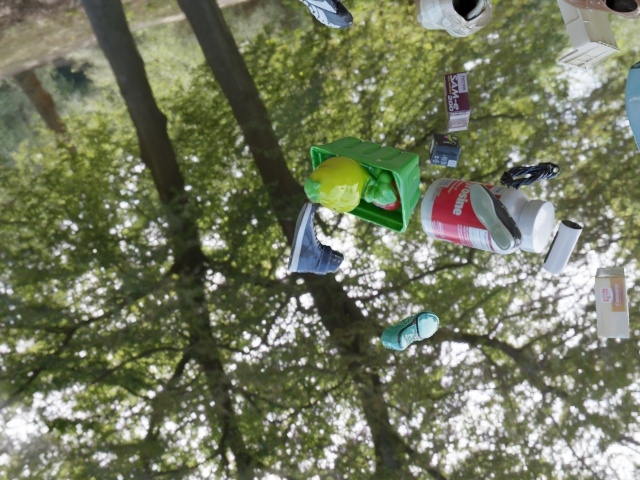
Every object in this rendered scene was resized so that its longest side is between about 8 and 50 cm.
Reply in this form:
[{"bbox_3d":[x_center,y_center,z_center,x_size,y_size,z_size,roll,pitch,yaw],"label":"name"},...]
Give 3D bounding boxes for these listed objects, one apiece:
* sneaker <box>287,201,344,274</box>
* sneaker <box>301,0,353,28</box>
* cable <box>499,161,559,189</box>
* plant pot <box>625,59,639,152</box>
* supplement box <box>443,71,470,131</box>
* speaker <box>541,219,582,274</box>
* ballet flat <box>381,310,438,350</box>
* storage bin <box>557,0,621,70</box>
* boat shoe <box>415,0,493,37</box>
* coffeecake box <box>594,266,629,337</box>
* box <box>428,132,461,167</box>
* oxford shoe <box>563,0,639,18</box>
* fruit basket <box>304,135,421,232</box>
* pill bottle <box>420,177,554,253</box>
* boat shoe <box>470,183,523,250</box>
[{"bbox_3d":[0.000,0.000,1.796,0.163,0.226,0.086,10,-158,-7],"label":"sneaker"},{"bbox_3d":[0.005,-0.670,1.614,0.106,0.234,0.078,-19,-136,58],"label":"sneaker"},{"bbox_3d":[0.627,-0.194,1.814,0.151,0.047,0.184,-29,-162,-19],"label":"cable"},{"bbox_3d":[0.883,-0.351,1.403,0.247,0.252,0.248,-38,-164,2],"label":"plant pot"},{"bbox_3d":[0.450,-0.453,1.957,0.073,0.130,0.239,-6,174,10],"label":"supplement box"},{"bbox_3d":[0.619,0.017,1.515,0.055,0.136,0.055,10,-151,-5],"label":"speaker"},{"bbox_3d":[0.252,0.253,1.705,0.087,0.083,0.247,1,-172,37],"label":"ballet flat"},{"bbox_3d":[0.753,-0.660,1.751,0.123,0.262,0.260,-20,174,42],"label":"storage bin"},{"bbox_3d":[0.335,-0.533,1.361,0.098,0.109,0.302,4,-165,41],"label":"boat shoe"},{"bbox_3d":[0.704,0.145,1.429,0.068,0.142,0.185,-4,-176,27],"label":"coffeecake box"},{"bbox_3d":[0.294,-0.216,1.408,0.062,0.052,0.083,9,-149,0],"label":"box"},{"bbox_3d":[0.672,-0.591,1.424,0.212,0.076,0.076,27,-151,27],"label":"oxford shoe"},{"bbox_3d":[0.102,-0.169,1.901,0.392,0.283,0.392,-7,-141,6],"label":"fruit basket"},{"bbox_3d":[0.574,-0.082,2.047,0.408,0.229,0.229,15,-141,40],"label":"pill bottle"},{"bbox_3d":[0.532,-0.074,1.792,0.069,0.227,0.081,-14,158,-27],"label":"boat shoe"}]
